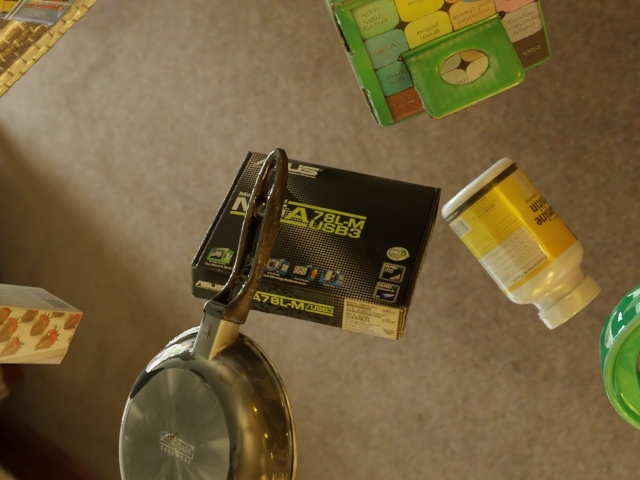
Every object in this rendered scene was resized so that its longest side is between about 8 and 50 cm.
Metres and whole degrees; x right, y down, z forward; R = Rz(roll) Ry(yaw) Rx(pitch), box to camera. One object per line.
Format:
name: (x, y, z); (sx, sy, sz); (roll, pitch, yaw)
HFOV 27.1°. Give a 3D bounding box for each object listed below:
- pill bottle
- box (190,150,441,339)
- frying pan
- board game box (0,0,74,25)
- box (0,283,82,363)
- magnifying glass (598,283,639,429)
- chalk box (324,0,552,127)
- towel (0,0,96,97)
pill bottle: (0.229, 0.006, 1.493); (0.184, 0.103, 0.103); (51, 144, 3)
box: (0.000, 0.000, 1.191); (0.191, 0.184, 0.045); (12, 131, 9)
frying pan: (-0.067, 0.112, 1.024); (0.197, 0.053, 0.326); (45, 117, 37)
board game box: (-0.240, -0.200, 0.872); (0.136, 0.201, 0.035); (-33, 63, 47)
box: (-0.344, 0.075, 1.258); (0.067, 0.324, 0.063); (26, 94, 21)
magnifying glass: (0.230, 0.037, 0.539); (0.231, 0.026, 0.092); (-10, 125, 9)
chalk box: (0.090, -0.239, 1.203); (0.179, 0.180, 0.289); (63, -175, -53)
towel: (-0.345, -0.218, 1.106); (0.235, 0.284, 0.121); (47, -177, -4)
